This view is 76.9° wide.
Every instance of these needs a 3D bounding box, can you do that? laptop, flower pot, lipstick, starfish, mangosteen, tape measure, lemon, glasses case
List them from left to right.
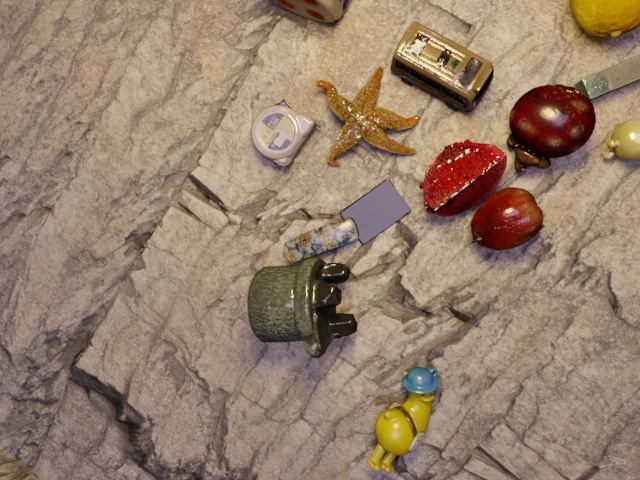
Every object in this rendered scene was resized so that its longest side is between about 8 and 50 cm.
[{"bbox_3d":[-0.128,-0.349,1.302,0.178,0.105,0.196,41,101,-3],"label":"tape measure"},{"bbox_3d":[-0.046,0.209,1.232,0.283,0.299,0.298,-7,93,15],"label":"flower pot"},{"bbox_3d":[0.000,0.000,1.319,0.248,0.065,0.086,-19,94,12],"label":"glasses case"},{"bbox_3d":[0.131,-0.373,1.260,0.327,0.094,0.375,-43,92,8],"label":"starfish"},{"bbox_3d":[0.178,-0.093,1.312,0.197,0.016,0.135,-35,89,12],"label":"laptop"},{"bbox_3d":[0.633,-0.305,1.141,0.215,0.215,0.257,19,128,7],"label":"mangosteen"},{"bbox_3d":[0.788,-0.684,1.064,0.236,0.236,0.262,-9,70,10],"label":"lemon"},{"bbox_3d":[0.899,-0.487,1.138,0.318,0.068,0.066,-22,89,10],"label":"lipstick"}]

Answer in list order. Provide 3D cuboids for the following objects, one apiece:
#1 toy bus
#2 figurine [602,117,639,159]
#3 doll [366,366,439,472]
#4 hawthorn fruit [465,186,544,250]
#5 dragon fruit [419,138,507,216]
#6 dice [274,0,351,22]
[{"bbox_3d":[0.357,-0.504,1.179,0.290,0.157,0.139,34,99,6],"label":"toy bus"},{"bbox_3d":[0.983,-0.308,1.071,0.395,0.227,0.274,-22,64,19],"label":"figurine"},{"bbox_3d":[0.278,0.565,1.293,0.200,0.145,0.362,31,89,-34],"label":"doll"},{"bbox_3d":[0.520,-0.051,1.176,0.235,0.181,0.181,-28,89,6],"label":"hawthorn fruit"},{"bbox_3d":[0.417,-0.174,1.207,0.262,0.163,0.189,-40,116,13],"label":"dragon fruit"},{"bbox_3d":[-0.025,-0.804,1.172,0.252,0.259,0.242,23,100,6],"label":"dice"}]
